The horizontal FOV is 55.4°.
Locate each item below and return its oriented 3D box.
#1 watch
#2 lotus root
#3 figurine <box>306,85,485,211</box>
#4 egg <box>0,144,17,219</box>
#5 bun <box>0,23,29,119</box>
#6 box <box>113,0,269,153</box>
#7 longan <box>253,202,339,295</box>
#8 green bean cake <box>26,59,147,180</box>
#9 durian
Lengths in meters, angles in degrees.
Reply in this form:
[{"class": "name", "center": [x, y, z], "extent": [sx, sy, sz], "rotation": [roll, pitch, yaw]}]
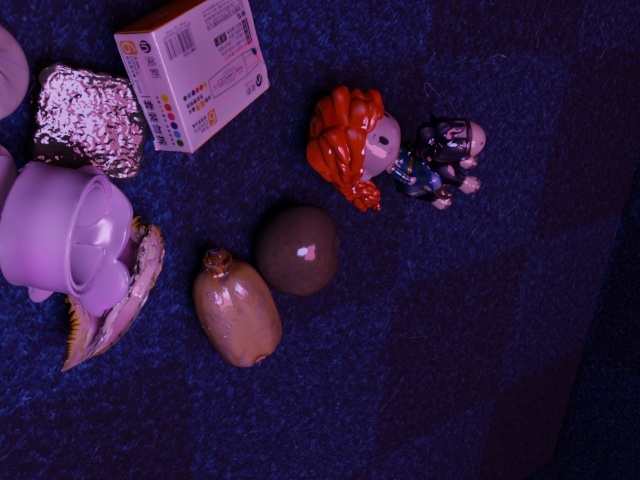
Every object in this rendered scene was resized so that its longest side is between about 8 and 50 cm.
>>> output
[{"class": "watch", "center": [-0.411, 0.003, 0.942], "extent": [0.210, 0.217, 0.249], "rotation": [13, 96, -1]}, {"class": "lotus root", "center": [-0.192, 0.143, 1.354], "extent": [0.169, 0.151, 0.343], "rotation": [-27, 127, -12]}, {"class": "figurine", "center": [0.170, -0.193, 1.365], "extent": [0.306, 0.411, 0.241], "rotation": [102, -3, -76]}, {"class": "egg", "center": [-0.565, -0.058, 0.914], "extent": [0.183, 0.183, 0.217], "rotation": [18, 100, -44]}, {"class": "bun", "center": [-0.521, -0.250, 0.898], "extent": [0.172, 0.119, 0.173], "rotation": [-17, 121, -31]}, {"class": "box", "center": [-0.211, -0.312, 1.080], "extent": [0.274, 0.091, 0.221], "rotation": [-51, 140, -44]}, {"class": "longan", "center": [-0.054, 0.021, 1.381], "extent": [0.196, 0.196, 0.220], "rotation": [-18, 129, -33]}, {"class": "green bean cake", "center": [-0.397, -0.204, 1.042], "extent": [0.184, 0.094, 0.184], "rotation": [1, 111, -40]}, {"class": "durian", "center": [-0.386, 0.095, 1.175], "extent": [0.305, 0.185, 0.195], "rotation": [-69, 160, 1]}]
